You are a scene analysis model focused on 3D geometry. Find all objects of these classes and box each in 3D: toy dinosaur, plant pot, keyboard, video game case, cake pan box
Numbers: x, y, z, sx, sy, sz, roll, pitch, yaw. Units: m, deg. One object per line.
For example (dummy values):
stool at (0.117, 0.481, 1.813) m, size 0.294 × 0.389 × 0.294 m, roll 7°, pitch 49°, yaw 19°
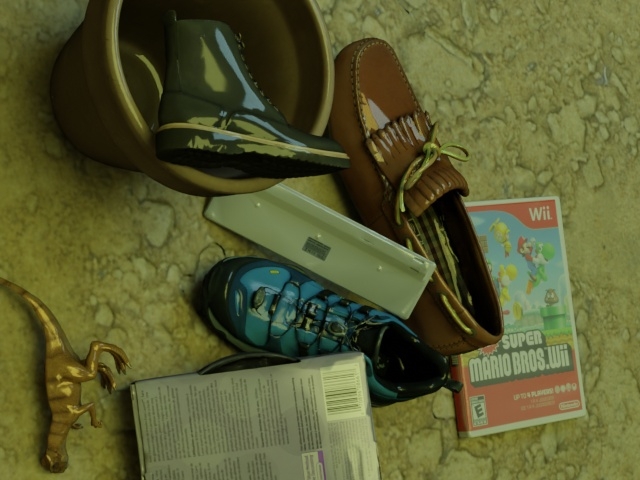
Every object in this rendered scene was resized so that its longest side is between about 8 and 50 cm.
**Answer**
toy dinosaur at (-0.254, 0.125, 1.567) m, size 0.112 × 0.064 × 0.211 m, roll -8°, pitch 89°, yaw -36°
plant pot at (-0.152, -0.163, 1.577) m, size 0.263 × 0.229 × 0.263 m, roll 6°, pitch 80°, yaw -35°
keyboard at (0.000, 0.000, 1.729) m, size 0.256 × 0.014 × 0.072 m, roll 27°, pitch 102°, yaw -7°
video game case at (0.237, 0.091, 1.958) m, size 0.204 × 0.025 × 0.285 m, roll -5°, pitch 86°, yaw -37°
cake pan box at (-0.061, 0.249, 1.625) m, size 0.246 × 0.070 × 0.266 m, roll -8°, pitch 88°, yaw -9°

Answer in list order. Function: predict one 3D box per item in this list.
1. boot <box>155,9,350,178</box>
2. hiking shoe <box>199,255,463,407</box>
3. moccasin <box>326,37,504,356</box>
boot at (-0.059, -0.134, 1.458) m, size 0.198 × 0.077 × 0.137 m, roll 9°, pitch 74°, yaw -37°
hiking shoe at (0.012, 0.091, 1.724) m, size 0.304 × 0.132 × 0.113 m, roll 26°, pitch 69°, yaw -31°
moccasin at (0.113, -0.052, 1.802) m, size 0.139 × 0.147 × 0.380 m, roll -15°, pitch 89°, yaw -43°
